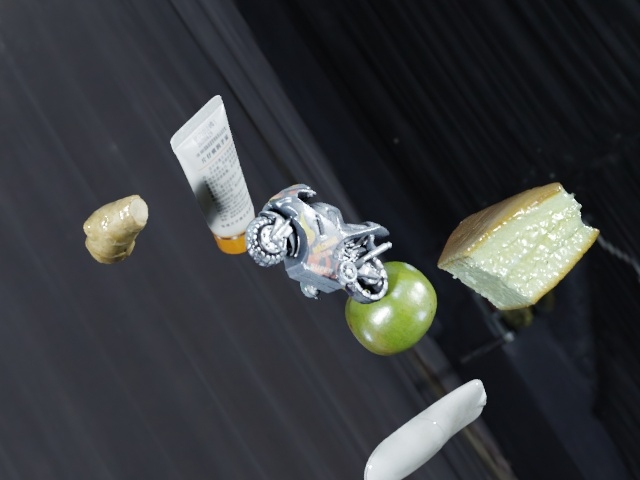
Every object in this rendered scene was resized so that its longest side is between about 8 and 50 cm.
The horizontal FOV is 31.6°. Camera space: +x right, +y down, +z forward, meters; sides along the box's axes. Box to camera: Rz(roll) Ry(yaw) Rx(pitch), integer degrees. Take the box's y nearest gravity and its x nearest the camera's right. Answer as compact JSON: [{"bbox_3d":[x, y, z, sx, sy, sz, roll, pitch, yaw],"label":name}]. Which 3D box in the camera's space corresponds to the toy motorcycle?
[{"bbox_3d":[0.000,0.000,1.922,0.307,0.173,0.108,22,149,-35],"label":"toy motorcycle"}]

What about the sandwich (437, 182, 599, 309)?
[{"bbox_3d":[0.198,0.013,1.197,0.096,0.094,0.258,-51,-177,-14],"label":"sandwich"}]

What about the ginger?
[{"bbox_3d":[-0.328,-0.016,1.810,0.095,0.069,0.190,-34,170,-27],"label":"ginger"}]

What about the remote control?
[{"bbox_3d":[0.148,0.268,1.535,0.229,0.044,0.073,-28,129,-31],"label":"remote control"}]

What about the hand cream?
[{"bbox_3d":[-0.190,-0.106,2.077,0.139,0.089,0.314,-47,144,-32],"label":"hand cream"}]

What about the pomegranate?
[{"bbox_3d":[0.116,0.111,2.068,0.179,0.179,0.210,-35,131,13],"label":"pomegranate"}]
